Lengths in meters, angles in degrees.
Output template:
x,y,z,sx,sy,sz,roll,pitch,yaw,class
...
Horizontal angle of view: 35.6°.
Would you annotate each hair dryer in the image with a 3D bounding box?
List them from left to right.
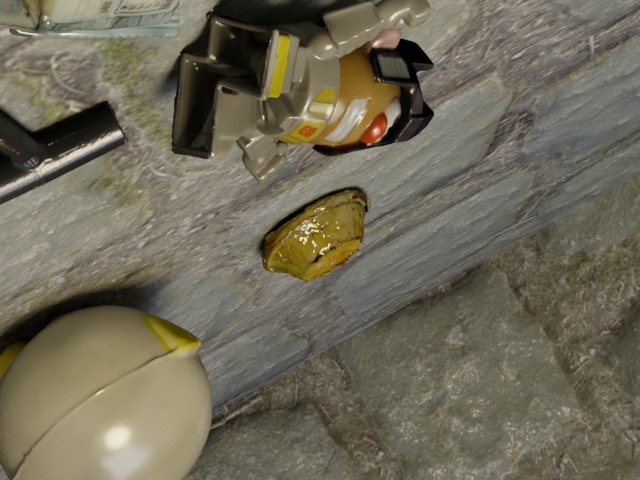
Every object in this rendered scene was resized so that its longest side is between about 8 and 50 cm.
x,y,z,sx,sy,sz,roll,pitch,yaw,class
-0.281,-0.110,0.940,0.173,0.050,0.195,-29,161,-11,hair dryer

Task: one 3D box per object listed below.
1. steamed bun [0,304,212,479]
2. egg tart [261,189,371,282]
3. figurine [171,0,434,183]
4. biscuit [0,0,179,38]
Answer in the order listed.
x,y,z,sx,sy,sz,roll,pitch,yaw,class
-0.325,0.261,1.498,0.334,0.334,0.374,-21,161,-24,steamed bun
0.000,0.002,1.654,0.212,0.090,0.212,-30,166,-9,egg tart
-0.003,-0.163,1.050,0.308,0.143,0.308,-14,175,-1,figurine
-0.137,-0.246,0.701,0.186,0.079,0.309,-14,159,-35,biscuit
